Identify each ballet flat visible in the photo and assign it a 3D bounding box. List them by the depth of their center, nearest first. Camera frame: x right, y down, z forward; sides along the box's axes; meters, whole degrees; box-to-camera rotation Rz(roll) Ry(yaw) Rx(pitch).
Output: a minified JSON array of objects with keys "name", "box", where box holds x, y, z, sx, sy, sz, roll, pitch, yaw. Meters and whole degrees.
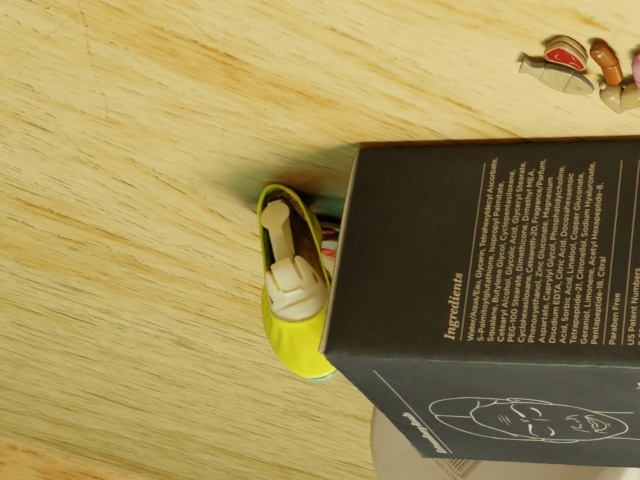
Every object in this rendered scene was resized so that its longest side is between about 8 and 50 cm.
[{"name":"ballet flat","box":[-0.027,0.031,1.434,0.077,0.231,0.077,-18,131,5]}]

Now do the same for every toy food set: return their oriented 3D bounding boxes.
[{"name":"toy food set","box":[0.222,-0.131,1.183,0.122,0.019,0.078,22,155,-8]},{"name":"toy food set","box":[0.000,0.000,1.571,0.083,0.020,0.082,16,160,-25]}]

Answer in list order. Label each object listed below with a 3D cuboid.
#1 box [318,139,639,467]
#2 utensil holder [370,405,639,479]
[{"name":"box","box":[0.244,0.067,1.387,0.396,0.212,0.293,0,155,22]},{"name":"utensil holder","box":[0.270,0.262,1.703,0.328,0.327,0.385,-2,151,27]}]
